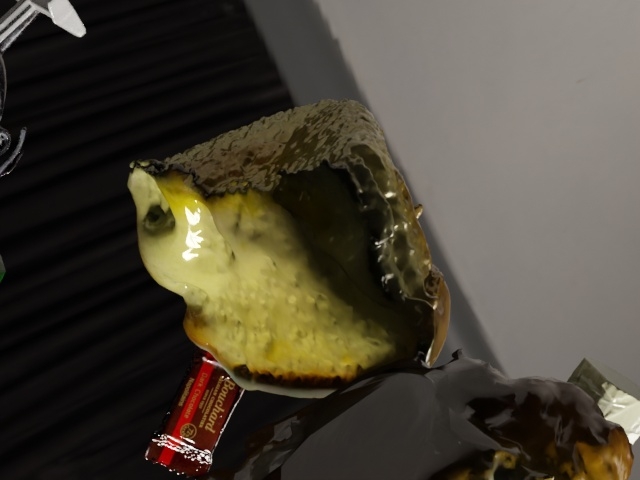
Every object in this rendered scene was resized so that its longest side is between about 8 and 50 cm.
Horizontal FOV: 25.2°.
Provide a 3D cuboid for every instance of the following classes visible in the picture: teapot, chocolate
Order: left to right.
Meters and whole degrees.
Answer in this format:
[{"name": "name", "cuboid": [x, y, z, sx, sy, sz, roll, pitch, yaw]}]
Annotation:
[{"name": "chocolate", "cuboid": [-0.132, 0.181, 1.624, 0.182, 0.086, 0.028, -67, 18, 5]}, {"name": "teapot", "cuboid": [0.229, 0.218, 1.323, 0.200, 0.077, 0.107, -56, 31, 12]}]

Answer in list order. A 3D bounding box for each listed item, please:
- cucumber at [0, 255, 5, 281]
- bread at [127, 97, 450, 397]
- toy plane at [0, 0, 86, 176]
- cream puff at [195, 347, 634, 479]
[{"name": "cucumber", "cuboid": [-0.171, 0.071, 0.458, 0.043, 0.044, 0.257, 47, 119, 3]}, {"name": "bread", "cuboid": [0.001, -0.003, 0.908, 0.252, 0.133, 0.174, -5, 117, 51]}, {"name": "toy plane", "cuboid": [-0.172, -0.077, 0.682, 0.053, 0.197, 0.078, 33, 167, 38]}, {"name": "cream puff", "cuboid": [0.030, 0.155, 0.704, 0.269, 0.241, 0.155, -21, 112, 6]}]
